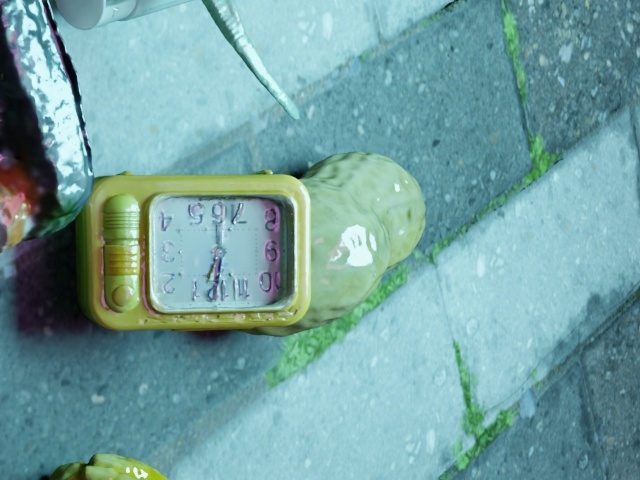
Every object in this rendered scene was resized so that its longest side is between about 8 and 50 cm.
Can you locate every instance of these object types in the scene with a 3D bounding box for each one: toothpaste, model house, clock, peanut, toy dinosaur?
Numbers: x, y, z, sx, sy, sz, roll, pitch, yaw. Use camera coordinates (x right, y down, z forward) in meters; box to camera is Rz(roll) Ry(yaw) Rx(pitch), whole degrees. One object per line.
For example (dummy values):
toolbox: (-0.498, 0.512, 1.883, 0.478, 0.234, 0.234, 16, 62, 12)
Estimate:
toothpaste: (-0.120, -0.263, 1.724, 0.323, 0.066, 0.100, -28, 80, -49)
model house: (-0.347, -0.076, 1.340, 0.301, 0.190, 0.271, -35, 124, -42)
clock: (-0.114, 0.009, 1.641, 0.202, 0.096, 0.143, -2, 90, -17)
peanut: (0.005, 0.005, 1.818, 0.291, 0.159, 0.143, -27, 138, -48)
toy dinosaur: (-0.132, -0.256, 1.597, 0.393, 0.092, 0.205, 40, 38, -19)

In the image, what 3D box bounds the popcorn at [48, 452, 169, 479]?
popcorn: (-0.167, 0.275, 1.625, 0.194, 0.163, 0.140, 30, 43, -15)
